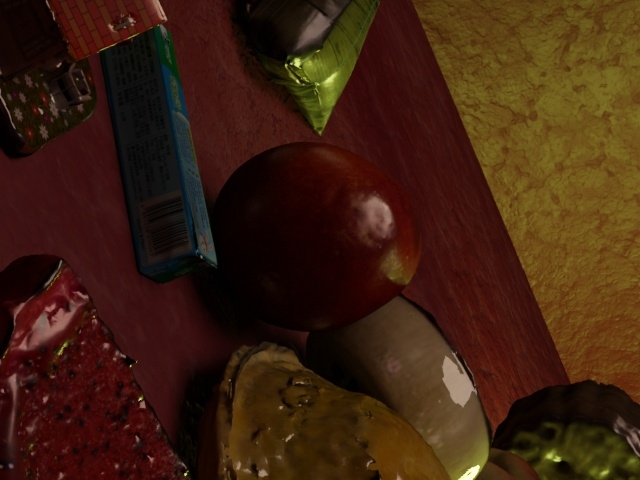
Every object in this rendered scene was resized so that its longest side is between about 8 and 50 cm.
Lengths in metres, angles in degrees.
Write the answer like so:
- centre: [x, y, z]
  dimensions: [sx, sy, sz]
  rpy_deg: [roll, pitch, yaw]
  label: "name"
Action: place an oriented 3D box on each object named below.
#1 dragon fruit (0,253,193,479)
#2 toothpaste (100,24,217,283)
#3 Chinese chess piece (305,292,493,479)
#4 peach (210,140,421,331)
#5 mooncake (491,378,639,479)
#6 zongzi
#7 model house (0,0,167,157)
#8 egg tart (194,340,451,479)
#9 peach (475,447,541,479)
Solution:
- centre: [-0.178, 0.137, 0.866]
  dimensions: [0.189, 0.163, 0.262]
  rpy_deg: [42, -18, 55]
  label: "dragon fruit"
- centre: [-0.160, -0.091, 1.323]
  dimensions: [0.050, 0.065, 0.267]
  rpy_deg: [37, 36, -63]
  label: "toothpaste"
- centre: [0.087, 0.182, 1.553]
  dimensions: [0.257, 0.104, 0.257]
  rpy_deg: [50, -22, 30]
  label: "Chinese chess piece"
- centre: [0.000, 0.000, 1.439]
  dimensions: [0.243, 0.243, 0.199]
  rpy_deg: [32, 68, -66]
  label: "peach"
- centre: [0.438, 0.407, 2.311]
  dimensions: [0.324, 0.324, 0.187]
  rpy_deg: [71, 19, 0]
  label: "mooncake"
- centre: [0.031, -0.314, 1.948]
  dimensions: [0.138, 0.286, 0.300]
  rpy_deg: [32, -14, 28]
  label: "zongzi"
- centre: [-0.222, -0.245, 1.134]
  dimensions: [0.294, 0.154, 0.207]
  rpy_deg: [67, 17, -11]
  label: "model house"
- centre: [0.034, 0.291, 1.318]
  dimensions: [0.443, 0.178, 0.443]
  rpy_deg: [57, 21, -36]
  label: "egg tart"
- centre: [0.193, 0.384, 1.766]
  dimensions: [0.232, 0.232, 0.232]
  rpy_deg: [-19, 90, -74]
  label: "peach"
